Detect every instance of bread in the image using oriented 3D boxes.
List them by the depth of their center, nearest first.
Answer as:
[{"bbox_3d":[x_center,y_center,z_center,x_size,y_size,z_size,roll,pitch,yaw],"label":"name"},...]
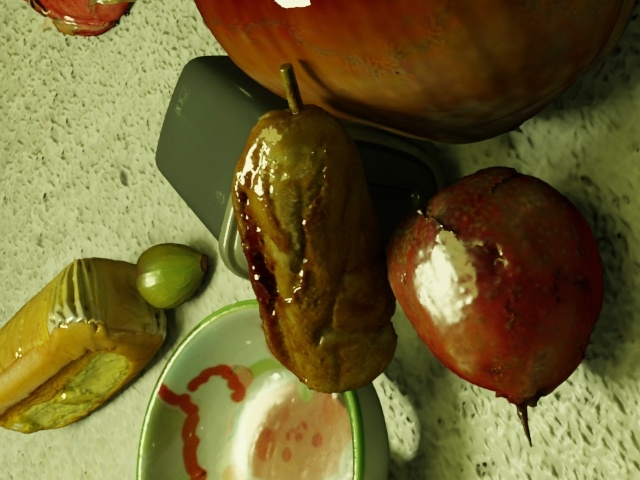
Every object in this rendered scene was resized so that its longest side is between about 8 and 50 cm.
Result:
[{"bbox_3d":[-0.001,-0.002,1.524,0.084,0.124,0.344,46,155,45],"label":"bread"},{"bbox_3d":[-0.299,0.128,2.091,0.288,0.152,0.119,-39,50,42],"label":"bread"}]

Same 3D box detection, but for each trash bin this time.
[{"bbox_3d":[-0.022,-0.062,1.723,0.290,0.209,0.182,42,119,52],"label":"trash bin"}]

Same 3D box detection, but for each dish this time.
[{"bbox_3d":[-0.035,0.224,1.769,0.324,0.124,0.324,-12,74,44],"label":"dish"}]

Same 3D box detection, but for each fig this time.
[{"bbox_3d":[-0.164,0.036,1.998,0.088,0.074,0.074,-21,68,26],"label":"fig"}]

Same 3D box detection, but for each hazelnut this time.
[{"bbox_3d":[0.085,-0.257,1.526,0.409,0.359,0.359,18,99,48],"label":"hazelnut"}]

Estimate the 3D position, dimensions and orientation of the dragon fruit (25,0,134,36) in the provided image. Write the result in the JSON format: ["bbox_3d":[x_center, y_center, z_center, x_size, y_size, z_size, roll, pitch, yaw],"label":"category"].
[{"bbox_3d":[-0.318,-0.363,2.181,0.223,0.148,0.219,30,107,49],"label":"dragon fruit"}]

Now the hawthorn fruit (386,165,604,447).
[{"bbox_3d":[0.158,0.056,1.516,0.181,0.181,0.235,-20,86,49],"label":"hawthorn fruit"}]
